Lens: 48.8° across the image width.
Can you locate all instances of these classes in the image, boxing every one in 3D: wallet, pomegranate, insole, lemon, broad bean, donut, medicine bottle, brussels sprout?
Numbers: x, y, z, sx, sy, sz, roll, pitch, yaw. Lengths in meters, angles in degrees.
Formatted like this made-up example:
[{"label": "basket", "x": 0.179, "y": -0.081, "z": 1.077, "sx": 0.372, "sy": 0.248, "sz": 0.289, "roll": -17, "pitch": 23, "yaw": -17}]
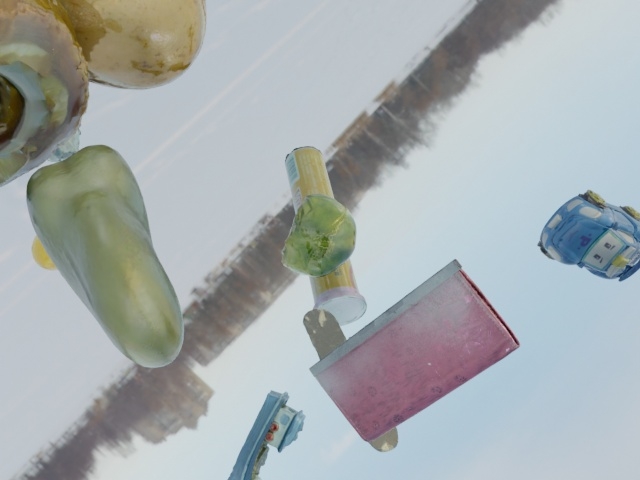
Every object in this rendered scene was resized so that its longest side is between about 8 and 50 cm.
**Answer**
[{"label": "wallet", "x": 0.103, "y": 0.135, "z": 0.815, "sx": 0.232, "sy": 0.119, "sz": 0.025, "roll": -40, "pitch": 173, "yaw": 26}, {"label": "pomegranate", "x": -0.299, "y": -0.364, "z": 1.045, "sx": 0.307, "sy": 0.307, "sz": 0.307, "roll": -46, "pitch": -176, "yaw": 4}, {"label": "insole", "x": 0.042, "y": 0.210, "z": 1.082, "sx": 0.081, "sy": 0.248, "sz": 0.011, "roll": -9, "pitch": 149, "yaw": -37}, {"label": "lemon", "x": -0.673, "y": 0.018, "z": 1.791, "sx": 0.155, "sy": 0.114, "sz": 0.114, "roll": -22, "pitch": -162, "yaw": 36}, {"label": "broad bean", "x": -0.231, "y": 0.025, "z": 0.762, "sx": 0.121, "sy": 0.263, "sz": 0.189, "roll": -19, "pitch": 152, "yaw": -19}, {"label": "donut", "x": -0.445, "y": -0.181, "z": 0.852, "sx": 0.330, "sy": 0.330, "sz": 0.160, "roll": -46, "pitch": -134, "yaw": 8}, {"label": "medicine bottle", "x": 0.002, "y": -0.025, "z": 1.499, "sx": 0.108, "sy": 0.108, "sz": 0.426, "roll": -44, "pitch": -137, "yaw": 34}, {"label": "brussels sprout", "x": 0.005, "y": -0.001, "z": 1.300, "sx": 0.151, "sy": 0.122, "sz": 0.149, "roll": -66, "pitch": 168, "yaw": 17}]

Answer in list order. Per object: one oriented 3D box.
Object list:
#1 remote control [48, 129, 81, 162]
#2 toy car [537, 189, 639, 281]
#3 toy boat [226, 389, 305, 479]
[{"label": "remote control", "x": -0.528, "y": -0.246, "z": 1.308, "sx": 0.052, "sy": 0.247, "sz": 0.104, "roll": -5, "pitch": -127, "yaw": 18}, {"label": "toy car", "x": 0.690, "y": 0.005, "z": 1.745, "sx": 0.198, "sy": 0.314, "sz": 0.166, "roll": -56, "pitch": -142, "yaw": 26}, {"label": "toy boat", "x": -0.111, "y": 0.431, "z": 1.456, "sx": 0.238, "sy": 0.098, "sz": 0.109, "roll": -64, "pitch": 172, "yaw": -1}]
